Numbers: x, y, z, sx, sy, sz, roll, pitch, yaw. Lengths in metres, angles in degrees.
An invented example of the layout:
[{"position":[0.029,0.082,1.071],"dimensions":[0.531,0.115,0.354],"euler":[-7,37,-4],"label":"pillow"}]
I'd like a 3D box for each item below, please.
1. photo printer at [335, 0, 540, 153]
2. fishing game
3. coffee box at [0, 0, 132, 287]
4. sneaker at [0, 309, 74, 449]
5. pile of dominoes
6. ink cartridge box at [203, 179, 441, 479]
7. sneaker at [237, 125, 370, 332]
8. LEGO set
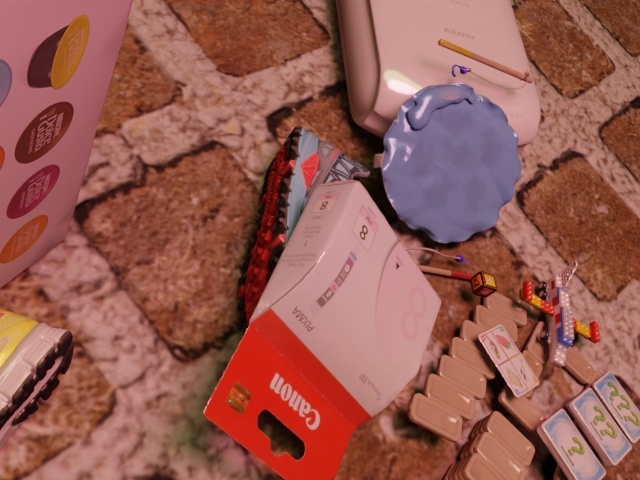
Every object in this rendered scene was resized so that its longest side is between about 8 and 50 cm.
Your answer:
[{"position":[0.151,-0.248,0.845],"dimensions":[0.256,0.107,0.307],"euler":[7,61,-21],"label":"photo printer"},{"position":[0.147,-0.088,0.738],"dimensions":[0.189,0.041,0.263],"euler":[9,94,-23],"label":"fishing game"},{"position":[-0.365,-0.106,0.366],"dimensions":[0.338,0.337,0.334],"euler":[40,46,0],"label":"coffee box"},{"position":[-0.281,0.133,0.462],"dimensions":[0.094,0.081,0.208],"euler":[29,50,5],"label":"sneaker"},{"position":[0.206,0.179,0.695],"dimensions":[0.196,0.040,0.251],"euler":[44,46,3],"label":"pile of dominoes"},{"position":[0.020,0.093,0.566],"dimensions":[0.189,0.066,0.232],"euler":[52,46,-36],"label":"ink cartridge box"},{"position":[0.000,0.000,0.643],"dimensions":[0.125,0.104,0.261],"euler":[21,57,-16],"label":"sneaker"},{"position":[0.271,0.126,0.708],"dimensions":[0.183,0.060,0.244],"euler":[-14,66,-42],"label":"LEGO set"}]
